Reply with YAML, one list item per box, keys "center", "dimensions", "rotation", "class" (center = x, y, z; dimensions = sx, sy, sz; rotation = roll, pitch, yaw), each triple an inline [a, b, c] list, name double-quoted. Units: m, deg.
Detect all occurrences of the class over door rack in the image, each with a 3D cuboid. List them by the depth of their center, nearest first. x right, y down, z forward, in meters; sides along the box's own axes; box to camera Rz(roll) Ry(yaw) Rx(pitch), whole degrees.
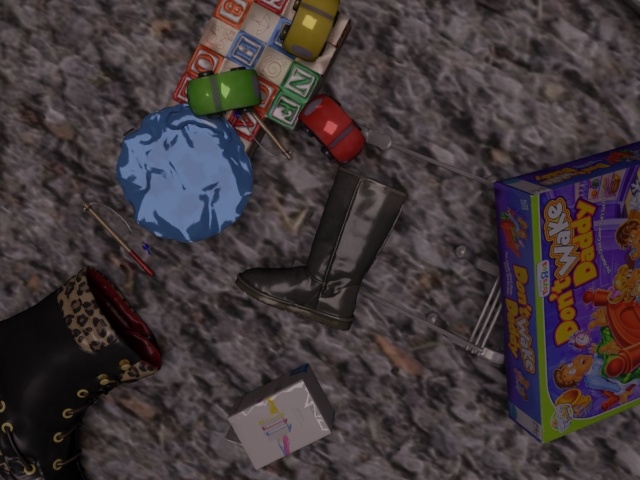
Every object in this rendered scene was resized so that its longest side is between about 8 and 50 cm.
- center: [0.156, -0.001, 1.136]
  dimensions: [0.324, 0.108, 0.239]
  rotation: [24, 97, 15]
  class: "over door rack"

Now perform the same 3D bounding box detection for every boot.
- center: [-0.001, -0.001, 1.090]
  dimensions: [0.190, 0.076, 0.208]
  rotation: [18, 103, 2]
  class: "boot"
- center: [-0.359, 0.249, 1.173]
  dimensions: [0.284, 0.138, 0.377]
  rotation: [-34, 87, 6]
  class: "boot"

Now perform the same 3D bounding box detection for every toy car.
- center: [-0.063, -0.202, 1.042]
  dimensions: [0.225, 0.053, 0.239]
  rotation: [-11, 99, -5]
  class: "toy car"

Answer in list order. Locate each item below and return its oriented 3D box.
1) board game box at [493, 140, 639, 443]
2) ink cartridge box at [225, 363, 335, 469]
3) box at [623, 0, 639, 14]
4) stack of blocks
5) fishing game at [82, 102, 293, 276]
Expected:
- center: [0.356, 0.067, 1.049]
  dimensions: [0.233, 0.078, 0.347]
  rotation: [-16, 112, -19]
  class: "board game box"
- center: [-0.064, 0.261, 1.172]
  dimensions: [0.143, 0.092, 0.090]
  rotation: [-28, 94, 7]
  class: "ink cartridge box"
- center: [0.568, -0.387, 1.025]
  dimensions: [0.232, 0.058, 0.322]
  rotation: [43, 103, 6]
  class: "box"
- center: [-0.099, -0.214, 1.129]
  dimensions: [0.171, 0.087, 0.297]
  rotation: [29, 97, 0]
  class: "stack of blocks"
- center: [-0.185, -0.090, 1.083]
  dimensions: [0.264, 0.041, 0.189]
  rotation: [-44, 94, -2]
  class: "fishing game"
